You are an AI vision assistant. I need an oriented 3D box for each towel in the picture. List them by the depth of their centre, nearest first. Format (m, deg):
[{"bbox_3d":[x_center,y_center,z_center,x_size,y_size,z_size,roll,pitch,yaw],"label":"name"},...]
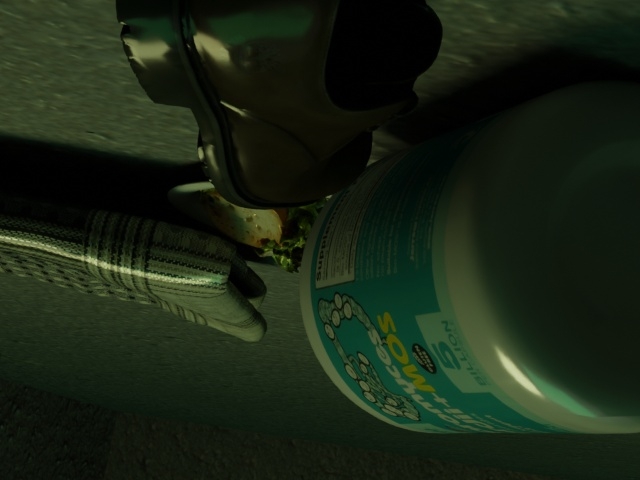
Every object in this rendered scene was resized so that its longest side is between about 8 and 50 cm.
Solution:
[{"bbox_3d":[-0.195,0.010,1.122,0.312,0.056,0.324,12,174,4],"label":"towel"}]

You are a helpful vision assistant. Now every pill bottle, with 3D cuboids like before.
[{"bbox_3d":[0.081,0.019,0.749,0.146,0.146,0.264,14,169,-19],"label":"pill bottle"}]

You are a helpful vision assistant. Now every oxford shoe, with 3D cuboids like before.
[{"bbox_3d":[0.000,-0.058,0.602,0.096,0.082,0.227,4,169,11],"label":"oxford shoe"}]

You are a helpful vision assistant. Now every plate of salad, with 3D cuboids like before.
[{"bbox_3d":[0.000,0.000,0.995,0.200,0.048,0.200,9,169,2],"label":"plate of salad"}]
